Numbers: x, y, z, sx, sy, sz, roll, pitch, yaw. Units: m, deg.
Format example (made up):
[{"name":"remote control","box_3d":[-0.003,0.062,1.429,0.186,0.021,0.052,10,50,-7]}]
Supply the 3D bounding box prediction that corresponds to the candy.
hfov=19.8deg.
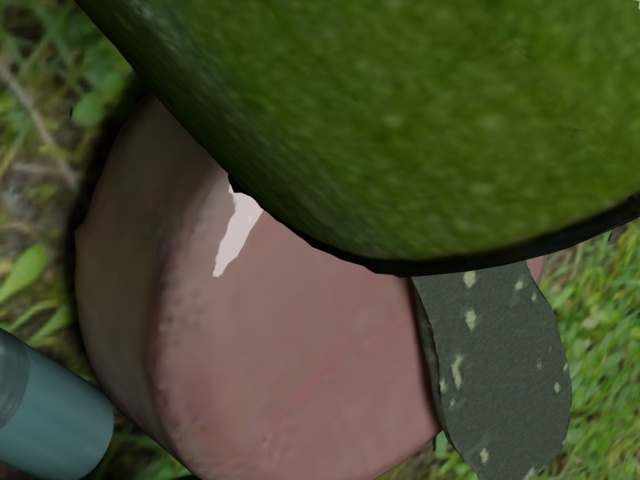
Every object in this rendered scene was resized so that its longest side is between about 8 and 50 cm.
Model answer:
[{"name":"candy","box_3d":[0.000,0.000,0.858,0.255,0.094,0.255,-23,128,-32]}]

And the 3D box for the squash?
[{"name":"squash","box_3d":[0.008,-0.192,0.604,0.310,0.310,0.309,-52,136,-6]}]

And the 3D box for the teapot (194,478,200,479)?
[{"name":"teapot","box_3d":[-0.096,0.166,0.857,0.178,0.135,0.252,-42,170,35]}]

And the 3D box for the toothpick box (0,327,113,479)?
[{"name":"toothpick box","box_3d":[-0.135,0.071,0.806,0.052,0.052,0.083,-54,139,-3]}]

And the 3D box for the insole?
[{"name":"insole","box_3d":[0.077,0.039,0.873,0.081,0.011,0.248,-39,136,-20]}]
